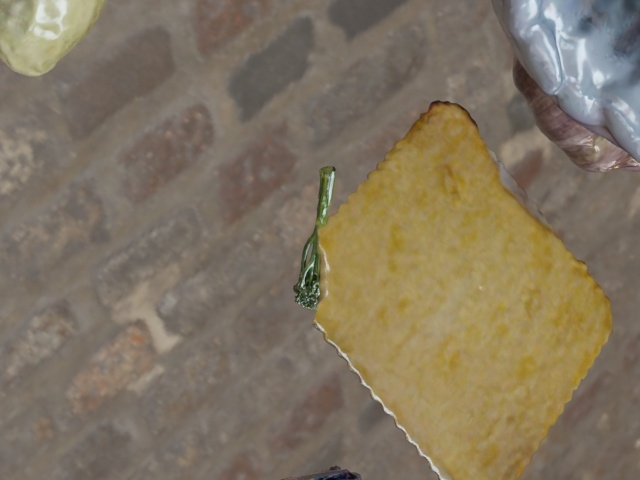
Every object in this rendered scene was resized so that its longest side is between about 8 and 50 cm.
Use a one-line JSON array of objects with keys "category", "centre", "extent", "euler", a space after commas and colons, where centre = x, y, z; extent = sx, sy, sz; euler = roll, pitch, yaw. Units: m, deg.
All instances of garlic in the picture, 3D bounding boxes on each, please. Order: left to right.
[{"category": "garlic", "centre": [0.308, -0.177, 1.478], "extent": [0.245, 0.245, 0.160], "euler": [-10, 163, -43]}]

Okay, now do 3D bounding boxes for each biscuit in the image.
[{"category": "biscuit", "centre": [0.103, 0.042, 0.937], "extent": [0.232, 0.013, 0.237], "euler": [51, 51, -11]}]

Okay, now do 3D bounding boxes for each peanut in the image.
[{"category": "peanut", "centre": [-0.204, -0.234, 1.035], "extent": [0.098, 0.090, 0.214], "euler": [9, 97, -63]}]

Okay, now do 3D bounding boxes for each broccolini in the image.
[{"category": "broccolini", "centre": [0.000, 0.000, 1.229], "extent": [0.030, 0.035, 0.140], "euler": [1, 111, -23]}]

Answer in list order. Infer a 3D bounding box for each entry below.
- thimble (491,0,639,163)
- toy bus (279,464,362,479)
[{"category": "thimble", "centre": [0.133, -0.094, 0.424], "extent": [0.118, 0.151, 0.127], "euler": [-59, -174, -35]}, {"category": "toy bus", "centre": [-0.028, 0.295, 1.368], "extent": [0.138, 0.317, 0.112], "euler": [-5, 80, -9]}]
